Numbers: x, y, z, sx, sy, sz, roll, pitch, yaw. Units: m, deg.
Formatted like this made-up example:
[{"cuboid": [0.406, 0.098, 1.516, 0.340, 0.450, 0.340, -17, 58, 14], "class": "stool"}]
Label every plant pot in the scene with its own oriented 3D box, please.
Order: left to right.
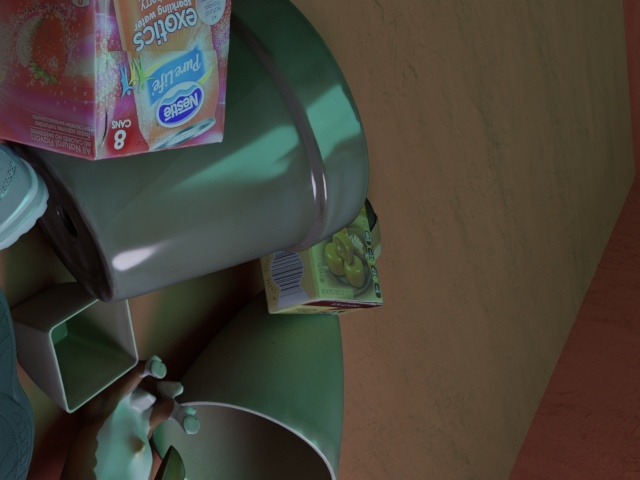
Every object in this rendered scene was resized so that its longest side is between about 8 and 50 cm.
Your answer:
[{"cuboid": [-0.280, 0.106, 1.006, 0.109, 0.096, 0.109, -37, 132, -46], "class": "plant pot"}, {"cuboid": [-0.220, 0.377, 1.150, 0.236, 0.032, 0.236, -158, -90, -84], "class": "plant pot"}, {"cuboid": [-0.155, -0.085, 0.967, 0.280, 0.323, 0.323, -33, 132, -28], "class": "plant pot"}, {"cuboid": [-0.070, 0.199, 1.287, 0.274, 0.256, 0.257, -70, 154, -43], "class": "plant pot"}]

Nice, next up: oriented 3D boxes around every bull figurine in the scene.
[{"cuboid": [-0.235, 0.281, 1.033, 0.101, 0.188, 0.311, 29, 50, -36], "class": "bull figurine"}]

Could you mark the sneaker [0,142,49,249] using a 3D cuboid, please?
[{"cuboid": [-0.370, 0.007, 0.781, 0.281, 0.105, 0.115, -51, 152, -22], "class": "sneaker"}]

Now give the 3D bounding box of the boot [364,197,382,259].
[{"cuboid": [0.000, 0.000, 1.461, 0.248, 0.090, 0.207, -49, 128, -35], "class": "boot"}]

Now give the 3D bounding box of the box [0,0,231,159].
[{"cuboid": [-0.236, -0.166, 0.760, 0.154, 0.299, 0.142, -18, 118, -55], "class": "box"}]

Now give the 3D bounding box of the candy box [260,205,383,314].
[{"cuboid": [-0.016, -0.059, 1.254, 0.183, 0.087, 0.317, 9, 68, -60], "class": "candy box"}]

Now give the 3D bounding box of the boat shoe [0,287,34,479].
[{"cuboid": [-0.365, 0.175, 0.914, 0.118, 0.103, 0.321, -62, 158, -57], "class": "boat shoe"}]
